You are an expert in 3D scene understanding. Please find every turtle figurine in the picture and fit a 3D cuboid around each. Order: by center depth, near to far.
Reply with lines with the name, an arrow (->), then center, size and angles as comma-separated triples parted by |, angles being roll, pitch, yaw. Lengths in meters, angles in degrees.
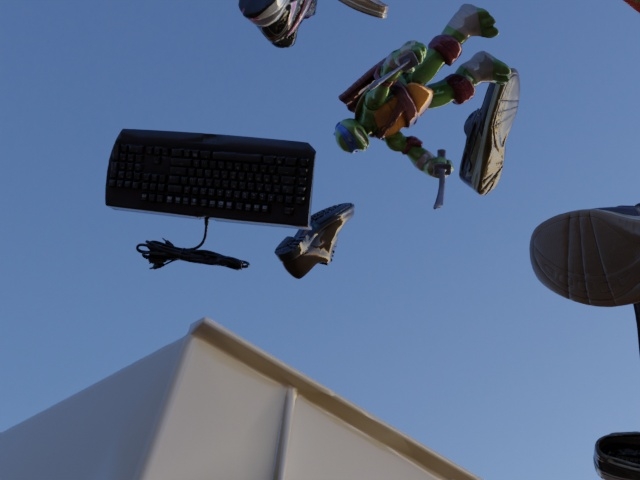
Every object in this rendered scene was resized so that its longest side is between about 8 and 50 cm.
turtle figurine -> 0.165, -0.191, 1.345 | 0.198, 0.266, 0.274 | 52, -14, -10

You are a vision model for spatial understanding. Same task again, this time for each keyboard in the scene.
keyboard -> -0.162, -0.049, 1.361 | 0.317, 0.033, 0.202 | 6, -84, 19

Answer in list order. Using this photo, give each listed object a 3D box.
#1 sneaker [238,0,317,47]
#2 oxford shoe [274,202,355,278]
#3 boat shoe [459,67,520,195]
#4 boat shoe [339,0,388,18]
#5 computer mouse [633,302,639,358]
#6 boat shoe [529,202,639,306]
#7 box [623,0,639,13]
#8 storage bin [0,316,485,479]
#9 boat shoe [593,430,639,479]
sneaker -> -0.029, -0.284, 1.062 | 0.072, 0.178, 0.077 | 11, -31, 35
oxford shoe -> 0.000, 0.000, 2.048 | 0.082, 0.227, 0.096 | 1, -54, 52
boat shoe -> 0.276, -0.187, 1.628 | 0.073, 0.080, 0.224 | 28, -57, 36
boat shoe -> 0.044, -0.424, 1.593 | 0.170, 0.063, 0.059 | 33, -70, 12
computer mouse -> 0.458, 0.088, 1.254 | 0.188, 0.272, 0.072 | -18, 6, -39
boat shoe -> 0.340, 0.009, 0.977 | 0.092, 0.103, 0.285 | -8, -1, -36
box -> 0.579, -0.420, 1.519 | 0.300, 0.142, 0.154 | 24, -41, -33
storage bin -> -0.054, 0.187, 0.546 | 0.260, 0.123, 0.262 | 34, -40, -25
boat shoe -> 0.479, 0.296, 1.298 | 0.219, 0.078, 0.070 | -2, -39, 15
